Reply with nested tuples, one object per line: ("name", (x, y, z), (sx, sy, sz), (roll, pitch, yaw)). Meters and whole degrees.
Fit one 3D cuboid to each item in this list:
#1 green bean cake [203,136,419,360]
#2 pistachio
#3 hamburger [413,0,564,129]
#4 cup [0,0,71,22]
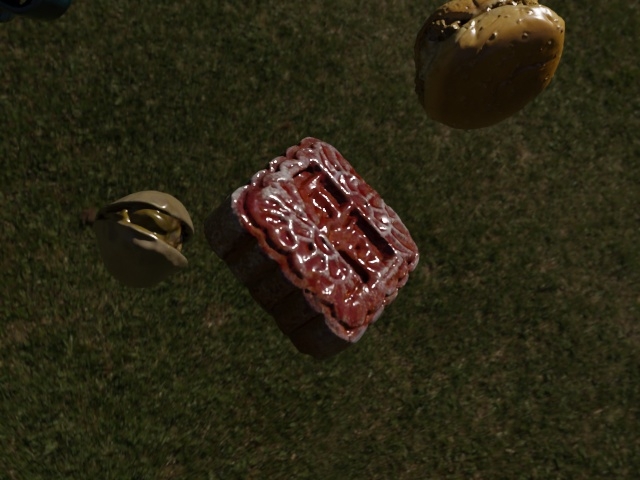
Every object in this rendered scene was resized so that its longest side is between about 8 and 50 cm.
("green bean cake", (0.000, 0.000, 0.528), (0.135, 0.056, 0.135), (47, 43, -3))
("pistachio", (-0.194, -0.006, 0.796), (0.113, 0.149, 0.113), (6, 69, -16))
("hamburger", (0.162, -0.175, 0.710), (0.147, 0.138, 0.083), (-19, 61, -10))
("cup", (-0.408, -0.422, 0.859), (0.308, 0.242, 0.292), (22, 106, -15))
